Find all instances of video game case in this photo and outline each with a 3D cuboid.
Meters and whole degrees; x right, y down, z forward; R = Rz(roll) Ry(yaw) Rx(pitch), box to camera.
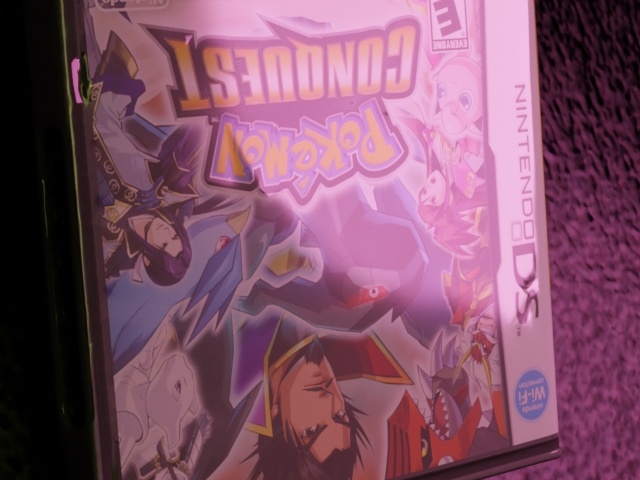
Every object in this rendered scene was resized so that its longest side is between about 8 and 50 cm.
[{"bbox_3d":[0.000,0.000,0.832,0.275,0.035,0.248,-8,97,-40],"label":"video game case"}]
